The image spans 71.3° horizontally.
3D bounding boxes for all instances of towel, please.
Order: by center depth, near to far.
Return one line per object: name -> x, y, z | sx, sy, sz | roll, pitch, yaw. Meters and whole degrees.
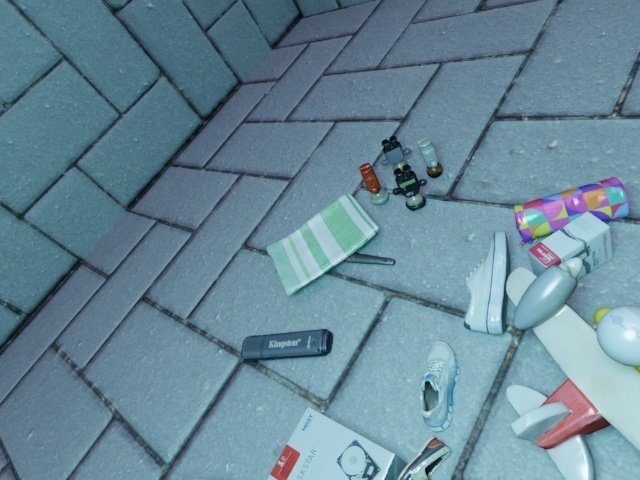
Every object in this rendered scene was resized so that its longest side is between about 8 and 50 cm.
towel -> 0.000, 0.000, 1.358 | 0.325, 0.038, 0.247 | -33, 38, 1

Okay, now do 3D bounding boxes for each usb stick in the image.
usb stick -> -0.097, 0.284, 1.207 | 0.278, 0.045, 0.077 | -11, 46, 27

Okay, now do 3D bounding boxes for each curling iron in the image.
curling iron -> 0.097, 0.038, 1.305 | 0.274, 0.035, 0.068 | 11, 60, 42

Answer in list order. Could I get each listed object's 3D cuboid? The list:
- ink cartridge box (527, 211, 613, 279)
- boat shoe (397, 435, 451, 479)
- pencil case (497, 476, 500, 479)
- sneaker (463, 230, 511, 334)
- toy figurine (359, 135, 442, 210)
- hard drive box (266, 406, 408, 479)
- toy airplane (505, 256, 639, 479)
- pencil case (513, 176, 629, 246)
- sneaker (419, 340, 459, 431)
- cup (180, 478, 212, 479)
ink cartridge box -> 0.529, 0.027, 0.943 | 0.151, 0.109, 0.063 | -34, 39, 5
boat shoe -> 0.194, 0.440, 0.851 | 0.137, 0.049, 0.043 | -46, 43, -16
pencil case -> 0.292, 0.478, 0.728 | 0.070, 0.064, 0.151 | 23, 67, 32
sneaker -> 0.376, 0.086, 1.011 | 0.092, 0.094, 0.257 | 0, 54, 31
toy figurine -> 0.248, -0.203, 1.347 | 0.213, 0.148, 0.209 | 11, 54, 44
hard drive box -> 0.032, 0.476, 0.901 | 0.232, 0.089, 0.181 | 10, 58, 42
toy airplane -> 0.465, 0.202, 0.701 | 0.387, 0.272, 0.384 | 2, 55, 37
pencil case -> 0.564, -0.065, 1.019 | 0.237, 0.104, 0.104 | -18, 44, 24
sneaker -> 0.242, 0.289, 0.929 | 0.072, 0.083, 0.190 | -11, 46, 30
cup -> -0.217, 0.635, 0.799 | 0.331, 0.331, 0.236 | 16, 88, 44
